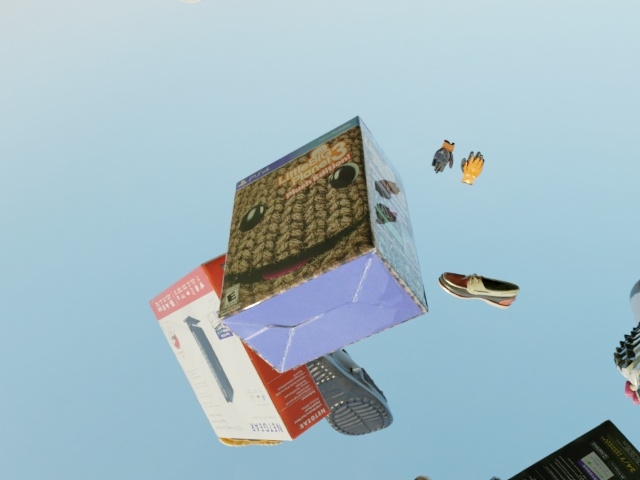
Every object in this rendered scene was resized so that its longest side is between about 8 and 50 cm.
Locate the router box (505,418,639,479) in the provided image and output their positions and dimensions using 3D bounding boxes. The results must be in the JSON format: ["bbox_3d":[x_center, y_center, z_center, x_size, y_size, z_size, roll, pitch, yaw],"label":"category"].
[{"bbox_3d":[0.243,0.378,0.788,0.243,0.308,0.081,-15,-129,-30],"label":"router box"}]

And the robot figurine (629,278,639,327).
[{"bbox_3d":[0.846,0.180,1.494,0.173,0.209,0.278,-38,-160,34],"label":"robot figurine"}]

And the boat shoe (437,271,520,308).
[{"bbox_3d":[0.268,0.077,1.053,0.137,0.043,0.049,17,-138,-3],"label":"boat shoe"}]

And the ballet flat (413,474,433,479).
[{"bbox_3d":[0.200,0.599,1.355,0.106,0.316,0.107,34,-134,20],"label":"ballet flat"}]

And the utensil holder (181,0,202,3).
[{"bbox_3d":[-0.126,-0.634,1.117,0.385,0.327,0.328,-33,-139,-29],"label":"utensil holder"}]

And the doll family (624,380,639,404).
[{"bbox_3d":[0.742,0.312,1.228,0.163,0.263,0.118,-18,-143,52],"label":"doll family"}]

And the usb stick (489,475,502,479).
[{"bbox_3d":[0.483,0.662,1.411,0.278,0.045,0.077,46,-150,15],"label":"usb stick"}]

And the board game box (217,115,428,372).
[{"bbox_3d":[0.000,0.000,0.880,0.232,0.141,0.291,-26,-142,20],"label":"board game box"}]

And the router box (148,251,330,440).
[{"bbox_3d":[-0.158,0.193,1.083,0.082,0.301,0.335,-27,179,-33],"label":"router box"}]

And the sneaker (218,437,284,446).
[{"bbox_3d":[-0.166,0.494,1.646,0.215,0.083,0.084,10,175,-41],"label":"sneaker"}]

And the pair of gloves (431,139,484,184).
[{"bbox_3d":[0.230,-0.129,1.041,0.083,0.074,0.010,21,-127,6],"label":"pair of gloves"}]

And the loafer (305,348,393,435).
[{"bbox_3d":[0.046,0.289,1.304,0.134,0.366,0.130,-22,-139,18],"label":"loafer"}]

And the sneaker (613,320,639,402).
[{"bbox_3d":[0.343,0.135,0.577,0.106,0.078,0.234,44,-162,9],"label":"sneaker"}]
